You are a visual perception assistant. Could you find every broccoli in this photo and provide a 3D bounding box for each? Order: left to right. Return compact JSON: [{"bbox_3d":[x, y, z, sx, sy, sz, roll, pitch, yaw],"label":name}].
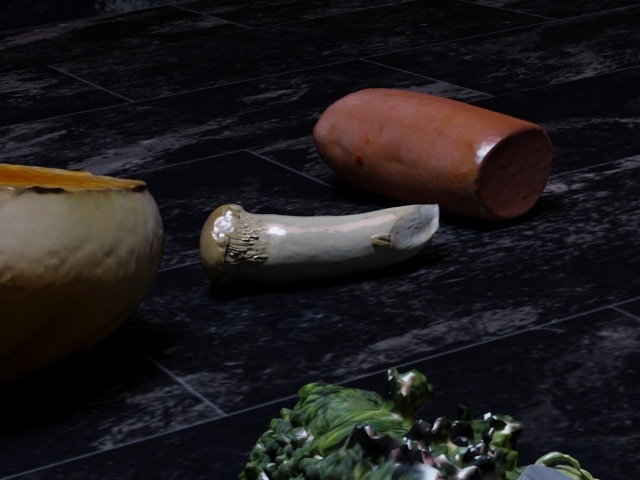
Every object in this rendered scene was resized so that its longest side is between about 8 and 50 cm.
[{"bbox_3d":[0.059,0.153,0.723,0.226,0.198,0.176,-15,18,23],"label":"broccoli"}]

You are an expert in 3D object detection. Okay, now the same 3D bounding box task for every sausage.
[{"bbox_3d":[0.098,-0.088,1.623,0.113,0.114,0.259,-18,23,-35],"label":"sausage"}]

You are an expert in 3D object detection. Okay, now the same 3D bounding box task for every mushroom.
[{"bbox_3d":[0.000,0.000,1.447,0.209,0.071,0.084,-5,-12,-8],"label":"mushroom"}]

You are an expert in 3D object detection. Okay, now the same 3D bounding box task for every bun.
[{"bbox_3d":[-0.271,0.025,1.281,0.298,0.165,0.299,6,4,0],"label":"bun"}]

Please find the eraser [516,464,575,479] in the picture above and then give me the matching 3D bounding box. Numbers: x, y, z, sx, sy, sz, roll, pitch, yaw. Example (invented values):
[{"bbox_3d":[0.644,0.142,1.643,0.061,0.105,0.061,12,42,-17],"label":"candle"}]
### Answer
[{"bbox_3d":[0.035,0.199,0.545,0.081,0.227,0.174,35,13,-9],"label":"eraser"}]
